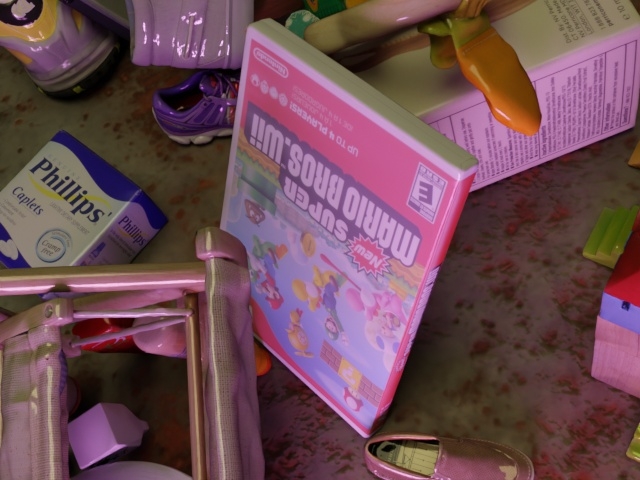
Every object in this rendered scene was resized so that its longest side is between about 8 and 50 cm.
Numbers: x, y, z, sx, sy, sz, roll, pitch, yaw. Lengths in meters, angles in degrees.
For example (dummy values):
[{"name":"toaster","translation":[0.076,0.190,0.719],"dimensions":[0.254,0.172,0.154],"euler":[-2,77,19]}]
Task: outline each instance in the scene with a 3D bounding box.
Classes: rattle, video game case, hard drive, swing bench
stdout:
[{"name":"rattle","translation":[0.055,-0.135,0.710],"dimensions":[0.199,0.143,0.130],"euler":[-18,29,23]},{"name":"video game case","translation":[0.000,0.000,0.704],"dimensions":[0.204,0.285,0.025],"euler":[39,48,26]},{"name":"hard drive","translation":[-0.228,-0.263,0.954],"dimensions":[0.022,0.135,0.094],"euler":[-29,60,25]},{"name":"swing bench","translation":[-0.154,0.147,0.629],"dimensions":[0.254,0.165,0.253],"euler":[-7,73,8]}]

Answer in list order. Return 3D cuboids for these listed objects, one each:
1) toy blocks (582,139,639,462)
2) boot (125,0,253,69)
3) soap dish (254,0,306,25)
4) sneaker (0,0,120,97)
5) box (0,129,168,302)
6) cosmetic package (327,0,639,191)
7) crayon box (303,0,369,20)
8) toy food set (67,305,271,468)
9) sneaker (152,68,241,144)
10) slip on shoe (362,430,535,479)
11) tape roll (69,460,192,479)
[{"name":"toy blocks","translation":[0.299,-0.044,0.642],"dimensions":[0.191,0.261,0.381],"euler":[24,74,23]},{"name":"boot","translation":[-0.124,-0.276,0.802],"dimensions":[0.123,0.258,0.095],"euler":[-5,25,-14]},{"name":"soap dish","translation":[-0.054,-0.345,0.955],"dimensions":[0.291,0.118,0.229],"euler":[-24,62,1]},{"name":"sneaker","translation":[-0.348,-0.332,1.010],"dimensions":[0.145,0.147,0.385],"euler":[-38,61,-2]},{"name":"box","translation":[-0.244,-0.016,0.877],"dimensions":[0.126,0.072,0.137],"euler":[35,78,25]},{"name":"cosmetic package","translation":[0.114,-0.130,0.793],"dimensions":[0.296,0.153,0.129],"euler":[-22,61,2]},{"name":"crayon box","translation":[0.095,-0.317,0.827],"dimensions":[0.278,0.081,0.165],"euler":[-25,103,-22]},{"name":"toy food set","translation":[-0.165,0.126,0.788],"dimensions":[0.232,0.104,0.111],"euler":[-34,68,11]},{"name":"sneaker","translation":[-0.085,-0.141,0.894],"dimensions":[0.170,0.071,0.068],"euler":[-14,63,7]},{"name":"slip on shoe","translation":[0.099,0.175,0.715],"dimensions":[0.135,0.041,0.051],"euler":[9,68,18]},{"name":"tape roll","translation":[-0.147,0.289,0.710],"dimensions":[0.219,0.072,0.219],"euler":[-5,64,11]}]
